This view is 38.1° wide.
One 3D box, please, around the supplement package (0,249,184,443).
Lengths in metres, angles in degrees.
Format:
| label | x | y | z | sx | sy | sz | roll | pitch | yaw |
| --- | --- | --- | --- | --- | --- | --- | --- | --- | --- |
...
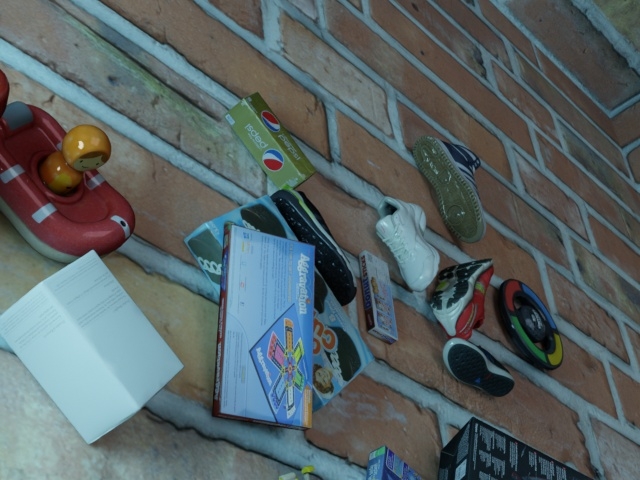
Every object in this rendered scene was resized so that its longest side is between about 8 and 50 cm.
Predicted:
| label | x | y | z | sx | sy | sz | roll | pitch | yaw |
| --- | --- | --- | --- | --- | --- | --- | --- | --- | --- |
| supplement package | -0.266 | 0.123 | 1.075 | 0.179 | 0.105 | 0.105 | 53 | 30 | -3 |

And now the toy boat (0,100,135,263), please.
| label | x | y | z | sx | sy | sz | roll | pitch | yaw |
| --- | --- | --- | --- | --- | --- | --- | --- | --- | --- |
| toy boat | -0.318 | -0.088 | 1.161 | 0.231 | 0.151 | 0.151 | 51 | 31 | -7 |

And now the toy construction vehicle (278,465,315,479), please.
| label | x | y | z | sx | sy | sz | roll | pitch | yaw |
| --- | --- | --- | --- | --- | --- | --- | --- | --- | --- |
| toy construction vehicle | -0.020 | 0.363 | 1.268 | 0.085 | 0.035 | 0.098 | -10 | 66 | -45 |

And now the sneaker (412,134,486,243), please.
| label | x | y | z | sx | sy | sz | roll | pitch | yaw |
| --- | --- | --- | --- | --- | --- | --- | --- | --- | --- |
| sneaker | 0.332 | -0.119 | 2.160 | 0.153 | 0.099 | 0.282 | 3 | 55 | -51 |

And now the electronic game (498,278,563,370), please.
| label | x | y | z | sx | sy | sz | roll | pitch | yaw |
| --- | --- | --- | --- | --- | --- | --- | --- | --- | --- |
| electronic game | 0.483 | 0.190 | 2.123 | 0.229 | 0.048 | 0.229 | 35 | 37 | -31 |

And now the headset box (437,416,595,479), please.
| label | x | y | z | sx | sy | sz | roll | pitch | yaw |
| --- | --- | --- | --- | --- | --- | --- | --- | --- | --- |
| headset box | 0.336 | 0.452 | 1.497 | 0.293 | 0.110 | 0.218 | 28 | 36 | -7 |

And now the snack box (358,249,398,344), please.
| label | x | y | z | sx | sy | sz | roll | pitch | yaw |
| --- | --- | --- | --- | --- | --- | --- | --- | --- | --- |
| snack box | 0.105 | 0.102 | 1.701 | 0.064 | 0.022 | 0.178 | 32 | 37 | -35 |

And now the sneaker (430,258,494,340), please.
| label | x | y | z | sx | sy | sz | roll | pitch | yaw |
| --- | --- | --- | --- | --- | --- | --- | --- | --- | --- |
| sneaker | 0.296 | 0.123 | 1.905 | 0.279 | 0.107 | 0.118 | -44 | 116 | -56 |

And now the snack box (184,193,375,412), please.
| label | x | y | z | sx | sy | sz | roll | pitch | yaw |
| --- | --- | --- | --- | --- | --- | --- | --- | --- | --- |
| snack box | -0.057 | 0.095 | 1.440 | 0.322 | 0.060 | 0.187 | 57 | 32 | 1 |

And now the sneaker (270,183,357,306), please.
| label | x | y | z | sx | sy | sz | roll | pitch | yaw |
| --- | --- | --- | --- | --- | --- | --- | --- | --- | --- |
| sneaker | 0.000 | 0.000 | 1.591 | 0.235 | 0.084 | 0.097 | 58 | 29 | 4 |

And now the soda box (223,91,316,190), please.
| label | x | y | z | sx | sy | sz | roll | pitch | yaw |
| --- | --- | --- | --- | --- | --- | --- | --- | --- | --- |
| soda box | -0.089 | -0.173 | 1.657 | 0.181 | 0.058 | 0.061 | 54 | 30 | -4 |

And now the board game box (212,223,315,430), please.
| label | x | y | z | sx | sy | sz | roll | pitch | yaw |
| --- | --- | --- | --- | --- | --- | --- | --- | --- | --- |
| board game box | -0.077 | 0.122 | 1.325 | 0.145 | 0.027 | 0.281 | 15 | 61 | -26 |

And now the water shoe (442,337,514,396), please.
| label | x | y | z | sx | sy | sz | roll | pitch | yaw |
| --- | --- | --- | --- | --- | --- | --- | --- | --- | --- |
| water shoe | 0.296 | 0.239 | 1.811 | 0.203 | 0.073 | 0.080 | 39 | 12 | -33 |

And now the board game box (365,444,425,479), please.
| label | x | y | z | sx | sy | sz | roll | pitch | yaw |
| --- | --- | --- | --- | --- | --- | --- | --- | --- | --- |
| board game box | 0.119 | 0.427 | 1.393 | 0.136 | 0.035 | 0.201 | 44 | 32 | -19 |

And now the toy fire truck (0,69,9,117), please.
| label | x | y | z | sx | sy | sz | roll | pitch | yaw |
| --- | --- | --- | --- | --- | --- | --- | --- | --- | --- |
| toy fire truck | -0.487 | -0.104 | 0.963 | 0.253 | 0.169 | 0.302 | 22 | 38 | -8 |

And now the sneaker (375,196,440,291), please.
| label | x | y | z | sx | sy | sz | roll | pitch | yaw |
| --- | --- | --- | --- | --- | --- | --- | --- | --- | --- |
| sneaker | 0.157 | 0.005 | 1.822 | 0.115 | 0.090 | 0.232 | 25 | 33 | -32 |
